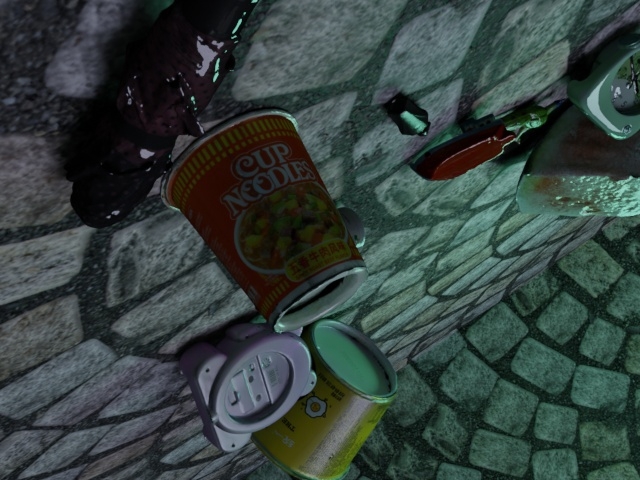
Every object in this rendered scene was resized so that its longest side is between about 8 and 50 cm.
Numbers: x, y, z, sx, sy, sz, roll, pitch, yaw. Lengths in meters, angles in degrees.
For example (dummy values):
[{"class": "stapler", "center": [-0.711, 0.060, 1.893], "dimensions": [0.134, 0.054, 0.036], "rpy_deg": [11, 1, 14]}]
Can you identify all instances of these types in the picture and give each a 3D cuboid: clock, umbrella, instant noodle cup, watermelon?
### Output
[{"class": "clock", "center": [0.544, -0.288, 1.410], "dimensions": [0.159, 0.066, 0.211], "rpy_deg": [33, 105, -35]}, {"class": "umbrella", "center": [-0.144, -0.124, 0.718], "dimensions": [0.090, 0.094, 0.326], "rpy_deg": [28, 131, -18]}, {"class": "clock", "center": [-0.129, 0.261, 1.550], "dimensions": [0.248, 0.090, 0.227], "rpy_deg": [-29, 122, -28]}, {"class": "instant noodle cup", "center": [0.008, 0.353, 1.864], "dimensions": [0.254, 0.325, 0.325], "rpy_deg": [-52, 156, 23]}, {"class": "instant noodle cup", "center": [-0.055, -0.012, 0.948], "dimensions": [0.193, 0.212, 0.193], "rpy_deg": [-30, 162, -11]}, {"class": "watermelon", "center": [0.575, -0.157, 1.579], "dimensions": [0.387, 0.258, 0.228], "rpy_deg": [-38, 162, 3]}]

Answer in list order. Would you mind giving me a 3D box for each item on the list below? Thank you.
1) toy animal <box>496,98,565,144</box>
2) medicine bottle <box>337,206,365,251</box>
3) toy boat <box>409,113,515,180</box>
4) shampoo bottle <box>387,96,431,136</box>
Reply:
[{"class": "toy animal", "center": [0.336, -0.199, 1.418], "dimensions": [0.217, 0.041, 0.075], "rpy_deg": [-20, 156, -26]}, {"class": "medicine bottle", "center": [0.000, 0.000, 1.280], "dimensions": [0.130, 0.080, 0.080], "rpy_deg": [-21, 158, -37]}, {"class": "toy boat", "center": [0.227, -0.149, 1.318], "dimensions": [0.173, 0.059, 0.069], "rpy_deg": [-28, 142, 13]}, {"class": "shampoo bottle", "center": [0.128, -0.172, 1.149], "dimensions": [0.048, 0.027, 0.137], "rpy_deg": [-36, 162, 13]}]
